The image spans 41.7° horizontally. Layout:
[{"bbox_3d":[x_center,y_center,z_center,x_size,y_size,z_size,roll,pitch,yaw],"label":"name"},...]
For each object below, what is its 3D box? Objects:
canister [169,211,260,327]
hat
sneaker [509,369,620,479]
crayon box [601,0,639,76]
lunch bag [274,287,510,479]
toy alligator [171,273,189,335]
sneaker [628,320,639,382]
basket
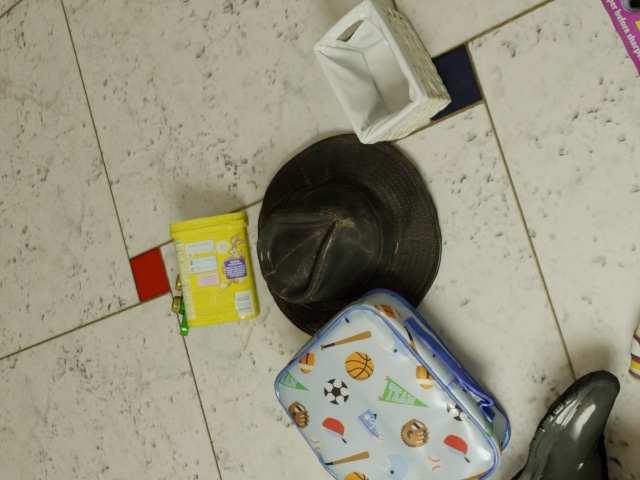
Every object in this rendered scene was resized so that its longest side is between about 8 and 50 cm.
[{"bbox_3d":[-0.168,0.047,1.354,0.126,0.073,0.170,-9,90,7],"label":"canister"},{"bbox_3d":[0.000,0.000,1.213,0.331,0.134,0.331,3,94,36],"label":"hat"},{"bbox_3d":[0.313,0.288,1.041,0.130,0.109,0.286,30,120,23],"label":"sneaker"},{"bbox_3d":[0.457,-0.314,0.880,0.313,0.106,0.363,-29,77,32],"label":"crayon box"},{"bbox_3d":[0.103,0.230,1.141,0.303,0.115,0.243,48,113,6],"label":"lunch bag"},{"bbox_3d":[-0.215,0.066,1.424,0.051,0.056,0.190,-170,90,-76],"label":"toy alligator"},{"bbox_3d":[0.443,0.138,0.946,0.185,0.069,0.084,11,105,33],"label":"sneaker"},{"bbox_3d":[0.087,-0.227,1.151,0.113,0.103,0.167,-35,73,32],"label":"basket"}]
